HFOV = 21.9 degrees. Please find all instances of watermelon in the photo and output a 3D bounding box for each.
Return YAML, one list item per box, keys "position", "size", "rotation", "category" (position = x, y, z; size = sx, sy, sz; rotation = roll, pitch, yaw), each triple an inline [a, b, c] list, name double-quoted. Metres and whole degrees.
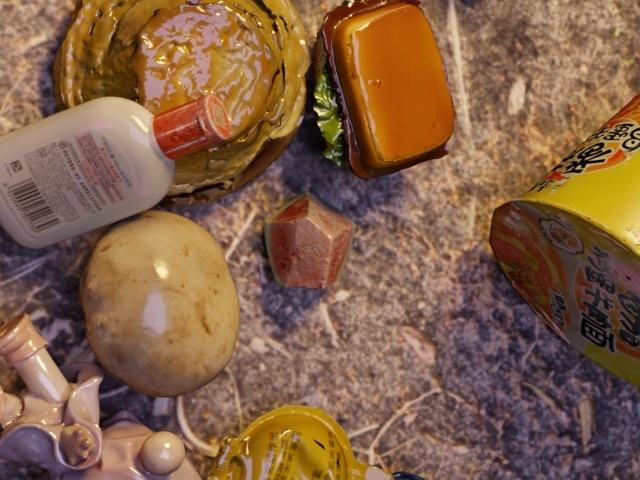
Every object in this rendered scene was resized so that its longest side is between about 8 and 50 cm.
- position: [-0.001, 0.004, 1.540]
  size: [0.092, 0.072, 0.085]
  rotation: [-19, 120, -24]
  category: "watermelon"

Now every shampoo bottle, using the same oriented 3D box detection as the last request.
- position: [-0.181, -0.068, 1.403]
  size: [0.221, 0.051, 0.108]
  rotation: [-20, 112, 19]
  category: "shampoo bottle"

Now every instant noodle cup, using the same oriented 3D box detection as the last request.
- position: [0.324, -0.009, 1.581]
  size: [0.200, 0.264, 0.264]
  rotation: [-46, 110, -19]
  category: "instant noodle cup"

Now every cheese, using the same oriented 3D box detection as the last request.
- position: [-0.003, 0.239, 1.567]
  size: [0.250, 0.064, 0.157]
  rotation: [21, 89, -32]
  category: "cheese"

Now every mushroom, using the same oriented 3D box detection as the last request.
- position: [-0.145, 0.057, 1.450]
  size: [0.127, 0.166, 0.166]
  rotation: [-20, 107, 23]
  category: "mushroom"

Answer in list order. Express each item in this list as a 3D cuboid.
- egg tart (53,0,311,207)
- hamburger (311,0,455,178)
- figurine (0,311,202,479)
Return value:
- position: [-0.113, -0.145, 1.461]
  size: [0.241, 0.106, 0.241]
  rotation: [-3, 100, -19]
  category: "egg tart"
- position: [0.047, -0.143, 1.528]
  size: [0.137, 0.087, 0.166]
  rotation: [-17, 101, -30]
  category: "hamburger"
- position: [-0.204, 0.189, 1.437]
  size: [0.200, 0.133, 0.276]
  rotation: [-28, 116, 24]
  category: "figurine"
